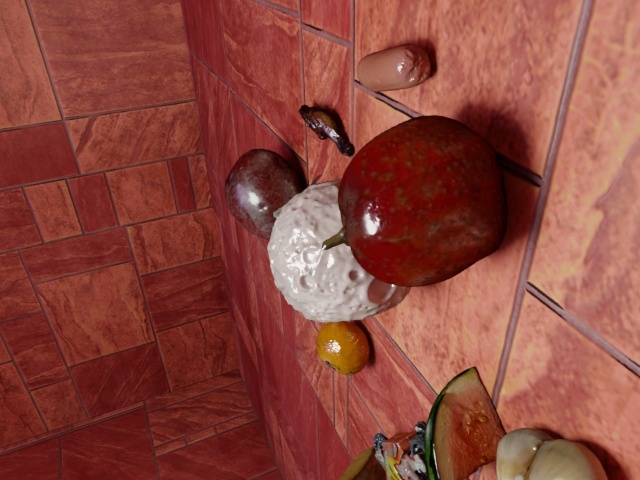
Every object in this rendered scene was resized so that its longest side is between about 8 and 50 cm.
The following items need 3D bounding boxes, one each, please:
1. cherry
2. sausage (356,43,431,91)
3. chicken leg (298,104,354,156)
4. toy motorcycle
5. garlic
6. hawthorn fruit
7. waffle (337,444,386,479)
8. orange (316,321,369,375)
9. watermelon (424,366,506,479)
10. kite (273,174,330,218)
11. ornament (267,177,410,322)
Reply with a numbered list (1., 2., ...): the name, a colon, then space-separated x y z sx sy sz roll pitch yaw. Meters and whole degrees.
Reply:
1. cherry: -0.142 -0.116 1.369 0.300 0.203 0.230 49 149 9
2. sausage: 0.108 -0.258 0.766 0.154 0.062 0.062 -150 49 -65
3. chicken leg: 0.007 -0.241 1.083 0.093 0.053 0.205 60 179 -34
4. toy motorcycle: 0.191 0.462 1.019 0.298 0.089 0.171 128 124 -66
5. garlic: 0.290 0.302 0.639 0.174 0.099 0.124 135 138 -63
6. hawthorn fruit: 0.115 -0.044 0.659 0.215 0.250 0.215 -22 -90 -85
7. waffle: 0.108 0.646 1.104 0.348 0.077 0.304 -2 -112 -65
8. orange: 0.054 0.249 1.203 0.136 0.117 0.135 23 156 11
9. watermelon: 0.204 0.313 0.794 0.137 0.145 0.193 32 133 57
10. kite: -0.020 -0.077 1.203 0.229 0.127 0.016 -43 21 50
11. ornament: 0.040 0.009 0.863 0.259 0.259 0.225 -171 67 -69
